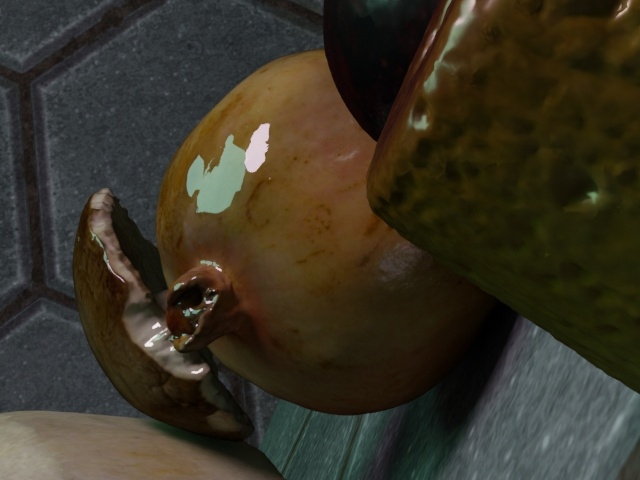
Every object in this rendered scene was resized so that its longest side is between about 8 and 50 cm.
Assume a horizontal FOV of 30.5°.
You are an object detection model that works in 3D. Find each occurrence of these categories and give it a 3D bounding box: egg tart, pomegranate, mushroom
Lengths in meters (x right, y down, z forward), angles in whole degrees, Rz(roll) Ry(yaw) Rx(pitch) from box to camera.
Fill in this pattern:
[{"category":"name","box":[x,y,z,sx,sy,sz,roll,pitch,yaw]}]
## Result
[{"category":"egg tart","box":[0.109,-0.053,0.417,0.202,0.147,0.202,-156,90,-89]},{"category":"pomegranate","box":[0.000,0.000,0.812,0.270,0.252,0.229,-24,-15,-34]},{"category":"mushroom","box":[-0.075,0.028,1.005,0.208,0.233,0.302,-2,29,48]}]

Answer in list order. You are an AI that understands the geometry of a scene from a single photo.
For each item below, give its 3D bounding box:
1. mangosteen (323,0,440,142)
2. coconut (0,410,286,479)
[{"category":"mangosteen","box":[0.083,-0.167,0.659,0.235,0.261,0.235,-50,11,13]},{"category":"coconut","box":[-0.173,0.317,0.953,0.415,0.415,0.344,137,146,-83]}]
